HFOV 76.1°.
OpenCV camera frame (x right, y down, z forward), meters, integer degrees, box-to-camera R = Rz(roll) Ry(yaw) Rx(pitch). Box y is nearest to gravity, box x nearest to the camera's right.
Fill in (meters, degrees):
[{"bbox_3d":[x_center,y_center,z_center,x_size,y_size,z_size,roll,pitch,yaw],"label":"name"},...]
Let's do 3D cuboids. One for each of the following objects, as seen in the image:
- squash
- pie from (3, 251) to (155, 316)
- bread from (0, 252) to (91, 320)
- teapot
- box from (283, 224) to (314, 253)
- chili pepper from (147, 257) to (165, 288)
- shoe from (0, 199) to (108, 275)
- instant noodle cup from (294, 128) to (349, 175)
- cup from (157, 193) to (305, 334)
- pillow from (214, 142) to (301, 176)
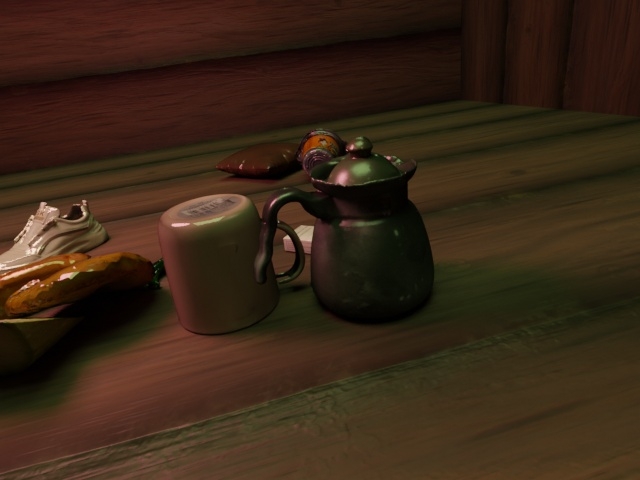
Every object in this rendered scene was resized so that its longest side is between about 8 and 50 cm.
[{"bbox_3d":[-0.531,0.138,0.676,0.236,0.204,0.155,-4,46,3],"label":"squash"},{"bbox_3d":[-0.451,0.083,0.779,0.273,0.069,0.273,-18,-4,-1],"label":"pie"},{"bbox_3d":[-0.614,0.095,0.875,0.245,0.095,0.102,-24,23,-32],"label":"bread"},{"bbox_3d":[0.042,-0.033,0.712,0.304,0.286,0.223,-5,23,5],"label":"teapot"},{"bbox_3d":[0.000,0.000,0.960,0.154,0.040,0.084,7,25,28],"label":"box"},{"bbox_3d":[-0.368,0.068,0.923,0.055,0.035,0.118,-4,24,6],"label":"chili pepper"},{"bbox_3d":[-0.729,-0.018,1.084,0.124,0.160,0.316,6,24,26],"label":"shoe"},{"bbox_3d":[-0.001,-0.310,1.527,0.208,0.178,0.126,-20,33,21],"label":"instant noodle cup"},{"bbox_3d":[-0.155,0.025,0.749,0.252,0.201,0.191,-12,24,-10],"label":"cup"},{"bbox_3d":[-0.230,-0.338,1.711,0.307,0.109,0.305,9,30,32],"label":"pillow"}]
